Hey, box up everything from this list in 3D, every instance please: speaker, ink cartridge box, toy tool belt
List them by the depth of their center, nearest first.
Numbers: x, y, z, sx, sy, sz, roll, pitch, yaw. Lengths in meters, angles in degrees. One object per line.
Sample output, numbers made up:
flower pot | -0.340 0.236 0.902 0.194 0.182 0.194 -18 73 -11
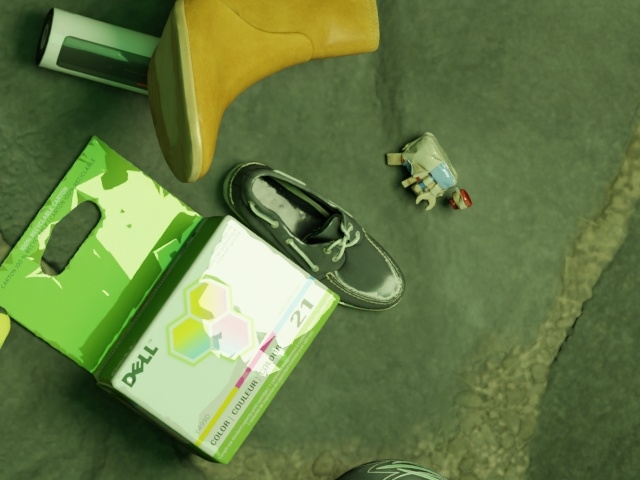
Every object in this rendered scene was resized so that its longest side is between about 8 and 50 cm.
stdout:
ink cartridge box | -0.144 0.052 1.720 0.255 0.097 0.189 37 80 -15
speaker | -0.184 -0.166 1.729 0.136 0.055 0.055 15 85 -18
toy tool belt | 0.103 -0.057 1.831 0.051 0.052 0.083 -29 97 16

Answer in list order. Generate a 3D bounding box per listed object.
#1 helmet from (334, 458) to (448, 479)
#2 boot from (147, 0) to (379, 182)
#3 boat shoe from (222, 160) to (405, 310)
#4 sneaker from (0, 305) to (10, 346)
helmet | 0.072 0.283 1.757 0.169 0.169 0.162 16 100 -17
boot | -0.045 -0.176 1.700 0.211 0.104 0.295 4 57 -21
boat shoe | 0.000 0.000 1.783 0.206 0.065 0.075 37 79 -15
sneaker | -0.316 0.156 1.680 0.094 0.081 0.208 28 88 -23
